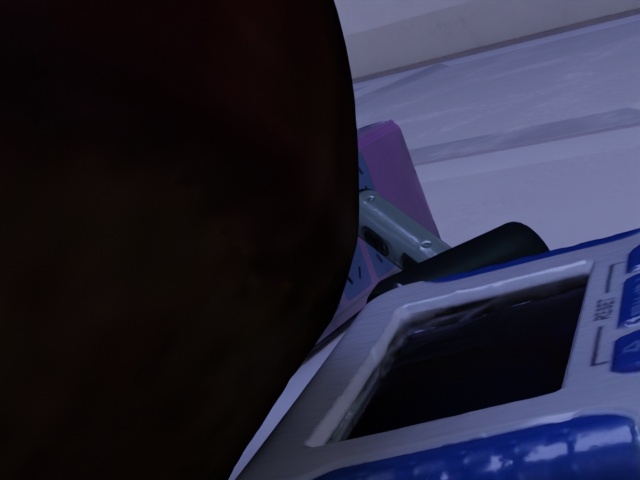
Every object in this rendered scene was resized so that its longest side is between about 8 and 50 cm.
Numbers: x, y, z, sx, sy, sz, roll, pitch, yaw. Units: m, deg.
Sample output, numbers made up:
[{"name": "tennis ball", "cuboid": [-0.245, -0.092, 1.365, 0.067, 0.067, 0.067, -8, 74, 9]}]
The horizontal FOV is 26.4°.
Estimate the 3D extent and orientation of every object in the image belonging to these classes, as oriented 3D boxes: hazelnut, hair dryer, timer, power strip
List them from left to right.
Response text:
[{"name": "hazelnut", "cuboid": [-0.179, -0.031, 0.497, 0.352, 0.421, 0.421, -7, 7, -16]}, {"name": "power strip", "cuboid": [0.000, 0.000, 0.908, 0.037, 0.109, 0.279, -15, 10, 33]}, {"name": "hair dryer", "cuboid": [0.044, 0.004, 0.807, 0.100, 0.057, 0.197, -21, 33, -22]}, {"name": "timer", "cuboid": [0.080, 0.067, 0.513, 0.178, 0.078, 0.253, -16, 10, 19]}]
